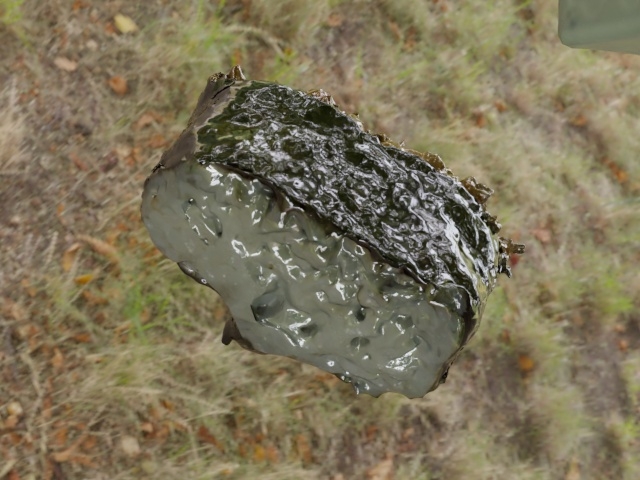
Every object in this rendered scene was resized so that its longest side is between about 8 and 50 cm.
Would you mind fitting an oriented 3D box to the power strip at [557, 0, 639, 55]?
[{"bbox_3d":[0.176,-0.118,0.381,0.140,0.139,0.224,1,94,-22],"label":"power strip"}]

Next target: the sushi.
[{"bbox_3d":[0.000,0.000,1.047,0.348,0.234,0.207,34,47,-6],"label":"sushi"}]
